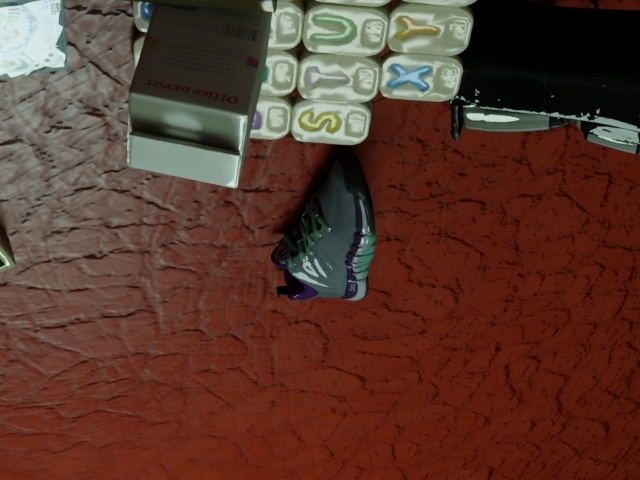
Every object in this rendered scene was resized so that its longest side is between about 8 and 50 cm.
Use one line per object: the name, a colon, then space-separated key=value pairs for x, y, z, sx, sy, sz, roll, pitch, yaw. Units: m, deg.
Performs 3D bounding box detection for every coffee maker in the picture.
coffee maker: x=0.206 y=-0.154 z=1.310 sx=0.178 sy=0.120 sz=0.171 roll=6 pitch=159 yaw=10

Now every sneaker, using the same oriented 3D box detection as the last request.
sneaker: x=0.000 y=0.000 z=1.509 sx=0.098 sy=0.083 sz=0.224 roll=-10 pitch=146 yaw=-7

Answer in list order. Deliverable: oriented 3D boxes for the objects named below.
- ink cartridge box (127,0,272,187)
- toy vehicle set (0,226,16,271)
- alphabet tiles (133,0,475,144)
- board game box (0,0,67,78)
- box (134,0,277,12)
ink cartridge box: x=-0.096 y=-0.115 z=1.174 sx=0.092 sy=0.143 sz=0.090 roll=11 pitch=143 yaw=0
toy vehicle set: x=-0.394 y=-0.026 z=1.300 sx=0.166 sy=0.035 sz=0.267 roll=-22 pitch=146 yaw=2
alphabet tiles: x=-0.014 y=-0.178 z=1.224 sx=0.278 sy=0.021 sz=0.284 roll=5 pitch=143 yaw=-3
board game box: x=-0.248 y=-0.166 z=1.195 sx=0.090 sy=0.020 sz=0.090 roll=-11 pitch=146 yaw=-15
box: x=-0.096 y=-0.262 z=1.080 sx=0.136 sy=0.036 sz=0.225 roll=5 pitch=139 yaw=1
